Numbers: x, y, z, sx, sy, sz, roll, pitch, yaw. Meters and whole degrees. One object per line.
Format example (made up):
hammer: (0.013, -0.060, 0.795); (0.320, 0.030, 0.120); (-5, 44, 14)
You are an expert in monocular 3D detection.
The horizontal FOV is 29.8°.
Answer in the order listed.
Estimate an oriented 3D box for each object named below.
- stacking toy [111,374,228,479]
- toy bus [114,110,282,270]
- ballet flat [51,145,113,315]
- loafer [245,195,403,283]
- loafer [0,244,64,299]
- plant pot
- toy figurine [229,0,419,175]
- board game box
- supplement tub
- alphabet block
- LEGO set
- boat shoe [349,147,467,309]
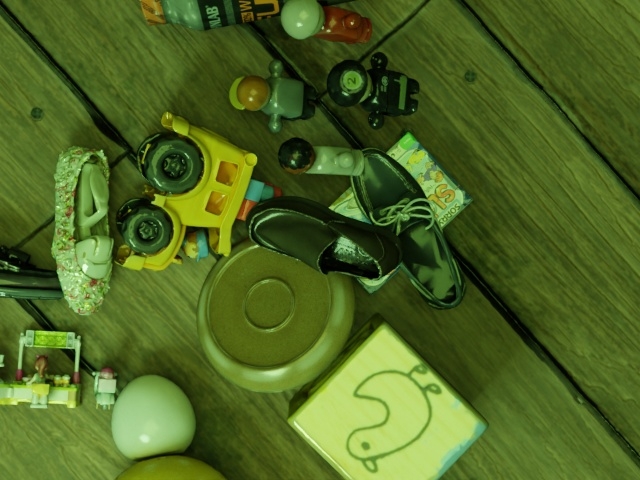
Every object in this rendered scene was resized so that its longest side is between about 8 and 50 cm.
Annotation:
stacking toy: (-0.198, 0.413, 1.616); (0.351, 0.350, 0.479); (-11, 76, -1)
toy bus: (-0.166, -0.046, 1.673); (0.212, 0.149, 0.220); (20, 92, -17)
ballet flat: (-0.324, -0.019, 1.666); (0.077, 0.091, 0.240); (-14, 79, 41)
loafer: (0.000, 0.000, 1.607); (0.220, 0.078, 0.080); (12, 119, 10)
loafer: (-0.501, 0.027, 1.676); (0.303, 0.109, 0.095); (5, 86, 2)
plant pot: (-0.068, 0.092, 1.669); (0.236, 0.032, 0.236); (-6, 70, 17)
toy figurine: (-0.001, -0.199, 1.606); (0.209, 0.148, 0.213); (-48, 58, 29)
board game box: (0.098, -0.038, 1.720); (0.201, 0.035, 0.136); (-44, 91, 0)
supplement tub: (-0.096, -0.396, 1.634); (0.316, 0.193, 0.193); (-12, 91, 0)
alphabet block: (0.087, 0.236, 1.645); (0.197, 0.193, 0.192); (44, 88, -1)
LEGO set: (-0.427, 0.175, 1.663); (0.287, 0.132, 0.107); (6, 85, -23)
boat shoe: (0.120, -0.016, 1.662); (0.095, 0.079, 0.254); (-26, 90, 1)
